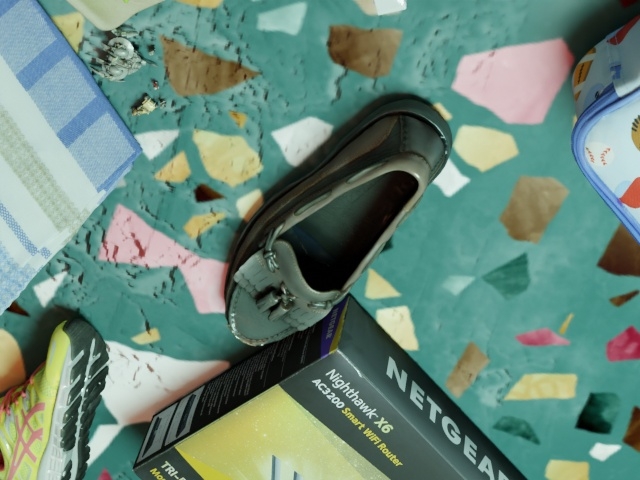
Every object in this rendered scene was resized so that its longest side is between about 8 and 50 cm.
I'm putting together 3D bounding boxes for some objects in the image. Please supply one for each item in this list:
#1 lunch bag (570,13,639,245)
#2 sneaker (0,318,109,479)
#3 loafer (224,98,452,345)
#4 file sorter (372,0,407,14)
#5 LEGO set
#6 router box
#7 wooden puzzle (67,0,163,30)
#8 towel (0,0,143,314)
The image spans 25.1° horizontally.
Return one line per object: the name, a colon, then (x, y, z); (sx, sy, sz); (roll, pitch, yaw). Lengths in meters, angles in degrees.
lunch bag: (0.344, -0.089, 0.996); (0.303, 0.115, 0.243); (-29, 116, 27)
sneaker: (-0.253, 0.153, 1.286); (0.094, 0.081, 0.209); (23, 119, 10)
loafer: (0.000, 0.000, 1.131); (0.096, 0.084, 0.267); (34, 122, -12)
file sorter: (0.089, -0.311, 0.848); (0.173, 0.193, 0.278); (-9, 121, 12)
LEGO set: (-0.148, -0.130, 1.109); (0.054, 0.023, 0.083); (-30, 113, 26)
router box: (0.028, 0.226, 1.279); (0.243, 0.081, 0.309); (-34, 112, 27)
wooden puzzle: (-0.109, -0.242, 0.962); (0.238, 0.044, 0.221); (-22, 144, 21)
towel: (-0.269, -0.050, 1.046); (0.034, 0.285, 0.209); (-3, 129, 46)
